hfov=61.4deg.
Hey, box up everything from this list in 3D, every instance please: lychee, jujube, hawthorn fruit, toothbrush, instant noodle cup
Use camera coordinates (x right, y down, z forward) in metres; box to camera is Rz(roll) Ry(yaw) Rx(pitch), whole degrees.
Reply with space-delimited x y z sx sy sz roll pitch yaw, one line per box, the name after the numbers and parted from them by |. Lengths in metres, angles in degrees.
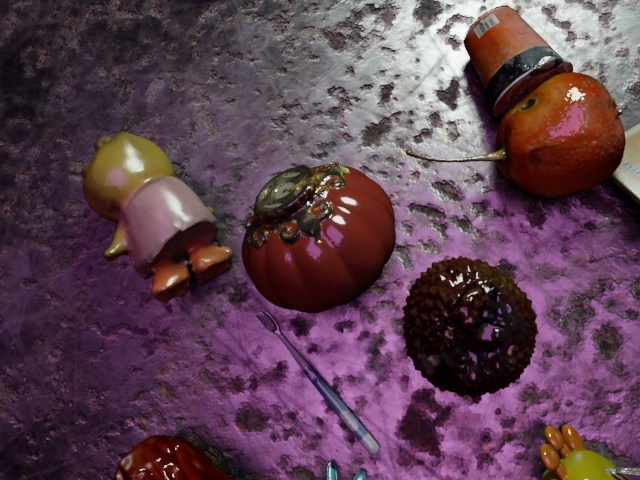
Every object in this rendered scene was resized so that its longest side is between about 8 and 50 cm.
0.193 0.111 0.718 0.188 0.188 0.187 -2 80 10 | lychee
-0.186 0.376 0.757 0.230 0.155 0.155 39 88 24 | jujube
0.272 -0.125 0.760 0.286 0.165 0.165 -17 77 8 | hawthorn fruit
-0.008 0.209 0.813 0.019 0.025 0.275 -42 75 0 | toothbrush
0.283 -0.269 0.805 0.127 0.127 0.135 -26 68 5 | instant noodle cup

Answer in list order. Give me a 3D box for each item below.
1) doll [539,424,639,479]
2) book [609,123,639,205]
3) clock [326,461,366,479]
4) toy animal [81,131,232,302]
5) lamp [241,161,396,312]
0.362 0.332 0.672 0.221 0.143 0.135 47 125 14 | doll
0.530 -0.128 0.743 0.242 0.018 0.170 -29 49 3 | book
0.027 0.397 0.763 0.108 0.045 0.147 8 81 11 | clock
-0.272 -0.054 0.840 0.195 0.169 0.281 -27 65 -40 | toy animal
0.000 0.000 0.764 0.227 0.227 0.226 -2 80 10 | lamp
